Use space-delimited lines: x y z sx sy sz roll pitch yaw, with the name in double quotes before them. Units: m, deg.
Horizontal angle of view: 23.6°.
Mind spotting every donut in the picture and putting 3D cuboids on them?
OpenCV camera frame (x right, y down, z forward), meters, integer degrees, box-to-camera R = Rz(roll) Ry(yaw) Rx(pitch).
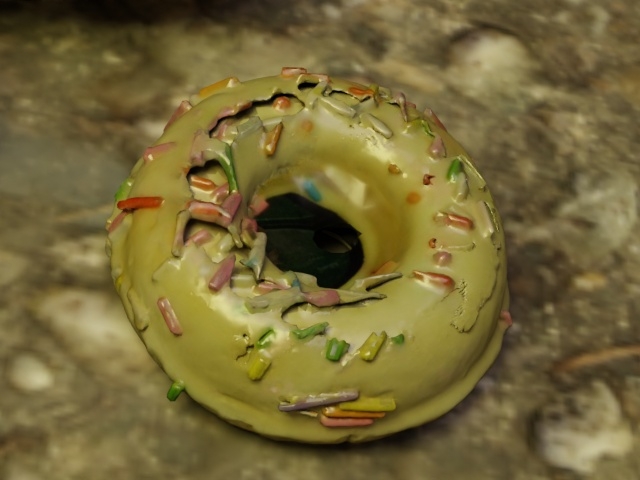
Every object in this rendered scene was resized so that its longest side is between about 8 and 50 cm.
"donut" 0.000 0.000 0.618 0.175 0.068 0.174 8 55 -12
